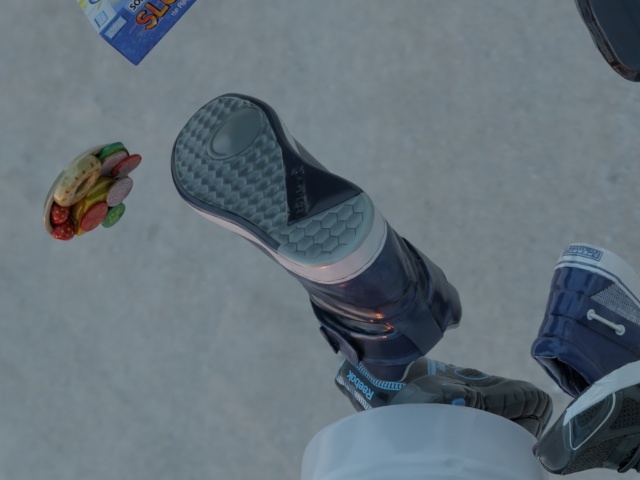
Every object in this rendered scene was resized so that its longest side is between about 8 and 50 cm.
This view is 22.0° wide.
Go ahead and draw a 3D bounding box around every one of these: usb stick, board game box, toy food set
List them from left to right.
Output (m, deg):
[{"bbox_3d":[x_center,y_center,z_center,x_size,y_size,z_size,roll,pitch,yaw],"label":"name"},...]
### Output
[{"bbox_3d":[-0.159,-0.034,1.143,0.020,0.082,0.083,39,131,20],"label":"toy food set"},{"bbox_3d":[-0.109,-0.205,1.079,0.136,0.035,0.201,-47,31,5],"label":"board game box"},{"bbox_3d":[0.184,-0.140,1.011,0.045,0.278,0.077,-28,94,12],"label":"usb stick"}]

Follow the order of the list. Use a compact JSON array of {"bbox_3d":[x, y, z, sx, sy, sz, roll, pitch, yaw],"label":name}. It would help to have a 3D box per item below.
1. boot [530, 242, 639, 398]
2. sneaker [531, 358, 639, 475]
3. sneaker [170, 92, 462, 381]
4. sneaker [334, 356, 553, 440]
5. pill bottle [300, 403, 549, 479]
[{"bbox_3d":[0.207,0.084,1.134,0.069,0.190,0.086,4,62,47],"label":"boot"},{"bbox_3d":[0.210,0.111,0.954,0.077,0.178,0.072,61,147,28],"label":"sneaker"},{"bbox_3d":[-0.001,0.002,1.075,0.086,0.163,0.226,-45,42,-2],"label":"sneaker"},{"bbox_3d":[0.145,0.178,1.806,0.139,0.341,0.125,35,95,32],"label":"sneaker"},{"bbox_3d":[0.064,0.303,1.042,0.210,0.210,0.363,-33,42,40],"label":"pill bottle"}]
